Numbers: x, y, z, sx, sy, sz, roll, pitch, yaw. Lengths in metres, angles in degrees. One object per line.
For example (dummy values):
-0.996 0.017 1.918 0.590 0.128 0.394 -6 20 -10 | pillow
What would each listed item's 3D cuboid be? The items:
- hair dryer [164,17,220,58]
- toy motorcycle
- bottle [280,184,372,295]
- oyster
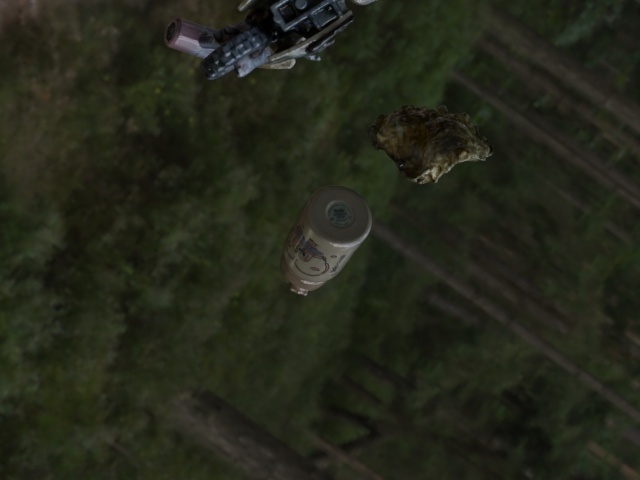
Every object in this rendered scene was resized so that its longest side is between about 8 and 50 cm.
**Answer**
-0.128 -0.230 1.472 0.114 0.063 0.037 16 -88 57 | hair dryer
-0.009 -0.221 1.185 0.229 0.094 0.130 -31 180 14 | toy motorcycle
0.000 0.000 1.867 0.209 0.097 0.110 125 -16 -61 | bottle
0.095 -0.088 1.128 0.121 0.045 0.146 -6 -149 28 | oyster
